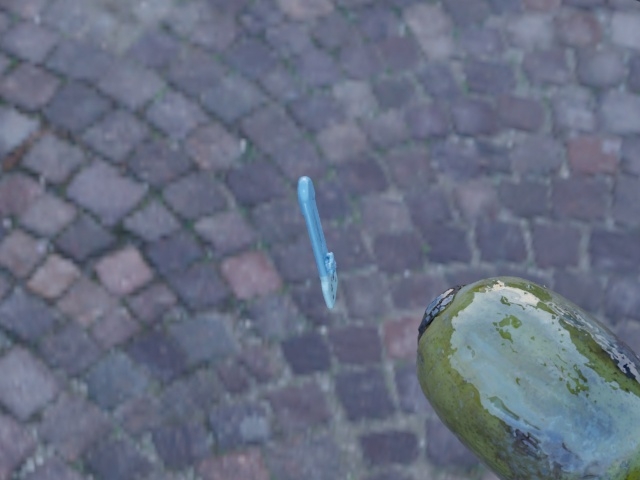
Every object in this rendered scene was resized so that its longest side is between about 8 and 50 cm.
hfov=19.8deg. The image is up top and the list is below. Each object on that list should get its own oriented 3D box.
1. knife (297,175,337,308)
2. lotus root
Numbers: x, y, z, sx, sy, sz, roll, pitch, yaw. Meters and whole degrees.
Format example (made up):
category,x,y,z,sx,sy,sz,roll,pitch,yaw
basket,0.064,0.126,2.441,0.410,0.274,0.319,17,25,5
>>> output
category,x,y,z,sx,sy,sz,roll,pitch,yaw
knife,0.000,0.000,1.029,0.010,0.096,0.027,-3,47,12
lotus root,0.194,0.135,1.405,0.278,0.154,0.154,43,60,16
